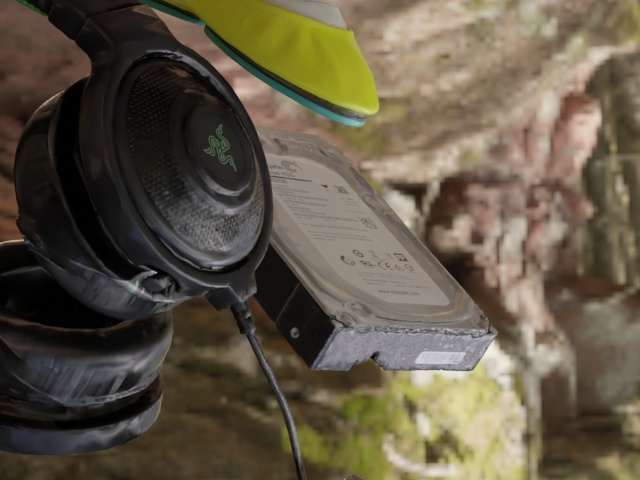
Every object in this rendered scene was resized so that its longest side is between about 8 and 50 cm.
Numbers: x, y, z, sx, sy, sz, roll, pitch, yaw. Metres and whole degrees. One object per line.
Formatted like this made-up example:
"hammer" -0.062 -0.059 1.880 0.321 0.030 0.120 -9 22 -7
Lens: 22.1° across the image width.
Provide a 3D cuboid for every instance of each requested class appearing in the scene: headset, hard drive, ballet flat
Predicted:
"headset" -0.125 0.023 0.824 0.394 0.243 0.185 42 -149 11
"hard drive" 0.000 0.000 1.663 0.237 0.064 0.339 6 -146 -43
"ballet flat" -0.044 -0.145 0.947 0.077 0.077 0.231 7 -159 -48
